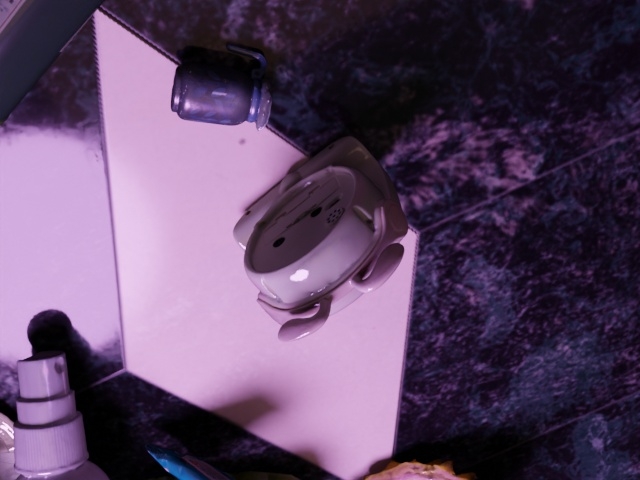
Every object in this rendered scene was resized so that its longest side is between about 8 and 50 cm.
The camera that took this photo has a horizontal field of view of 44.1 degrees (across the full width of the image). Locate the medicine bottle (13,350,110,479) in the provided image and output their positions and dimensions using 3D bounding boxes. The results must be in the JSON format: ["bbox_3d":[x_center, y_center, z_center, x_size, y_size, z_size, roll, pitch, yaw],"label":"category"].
[{"bbox_3d":[-0.255,0.286,0.780,0.110,0.110,0.352,-6,94,-6],"label":"medicine bottle"}]

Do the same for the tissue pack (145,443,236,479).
[{"bbox_3d":[-0.116,0.249,0.814,0.085,0.138,0.028,33,75,-42],"label":"tissue pack"}]

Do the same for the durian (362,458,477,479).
[{"bbox_3d":[0.097,0.393,0.928,0.305,0.185,0.195,-48,146,-3],"label":"durian"}]

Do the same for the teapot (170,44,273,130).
[{"bbox_3d":[-0.084,-0.129,0.675,0.083,0.064,0.049,6,149,-16],"label":"teapot"}]

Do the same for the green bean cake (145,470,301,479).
[{"bbox_3d":[-0.114,0.376,0.898,0.222,0.125,0.248,1,120,-12],"label":"green bean cake"}]

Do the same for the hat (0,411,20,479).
[{"bbox_3d":[-0.329,0.247,0.828,0.166,0.081,0.122,33,69,-39],"label":"hat"}]

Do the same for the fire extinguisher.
[{"bbox_3d":[-0.212,-0.194,0.587,0.294,0.118,0.093,-44,151,14],"label":"fire extinguisher"}]

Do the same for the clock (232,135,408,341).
[{"bbox_3d":[0.000,0.000,0.671,0.151,0.191,0.062,-37,118,10],"label":"clock"}]
